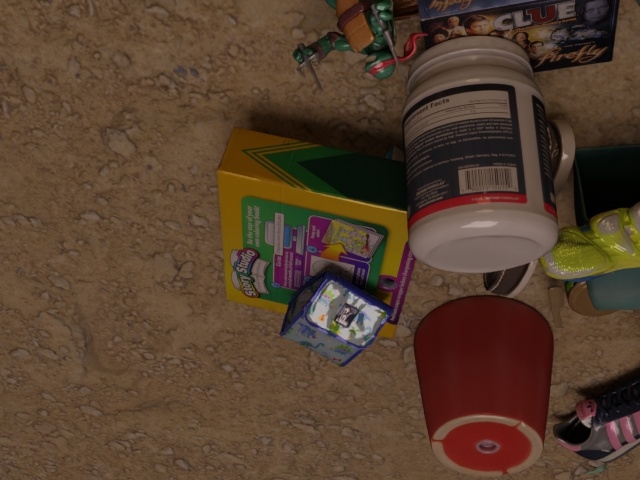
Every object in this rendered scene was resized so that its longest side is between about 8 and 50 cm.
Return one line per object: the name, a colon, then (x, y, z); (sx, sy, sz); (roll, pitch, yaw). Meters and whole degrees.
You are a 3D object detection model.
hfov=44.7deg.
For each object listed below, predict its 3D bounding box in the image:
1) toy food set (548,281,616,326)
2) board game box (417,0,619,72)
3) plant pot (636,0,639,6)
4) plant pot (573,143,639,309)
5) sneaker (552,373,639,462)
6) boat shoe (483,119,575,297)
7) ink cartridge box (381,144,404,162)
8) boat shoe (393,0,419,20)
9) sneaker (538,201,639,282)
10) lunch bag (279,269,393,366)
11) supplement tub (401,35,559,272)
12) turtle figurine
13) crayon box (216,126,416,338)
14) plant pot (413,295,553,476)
toy food set: (0.497, 0.084, 1.377); (0.192, 0.038, 0.132); (-15, 134, 7)
board game box: (0.261, -0.280, 1.028); (0.243, 0.042, 0.165); (-6, 158, 15)
plant pot: (0.489, -0.345, 0.847); (0.272, 0.271, 0.255); (26, 145, -15)
plant pot: (0.481, -0.007, 1.210); (0.165, 0.165, 0.234); (-2, 135, 12)
sneaker: (0.586, 0.338, 1.536); (0.131, 0.112, 0.319); (17, 131, -11)
boat shoe: (0.300, -0.043, 1.224); (0.097, 0.116, 0.324); (0, 129, -11)
ink cartridge box: (0.114, -0.083, 1.269); (0.088, 0.052, 0.122); (32, 129, -19)
boat shoe: (0.150, -0.331, 1.033); (0.178, 0.060, 0.064); (-15, 128, 21)
sneaker: (0.412, 0.003, 1.070); (0.240, 0.091, 0.126); (-9, 169, 2)
lunch bag: (0.026, 0.121, 1.257); (0.129, 0.096, 0.151); (29, 132, -15)
supplement tub: (0.206, -0.108, 1.031); (0.191, 0.272, 0.191); (0, 160, 0)
turtle figurine: (0.037, -0.283, 0.995); (0.175, 0.118, 0.234); (-30, 83, 42)
crayon box: (0.000, 0.000, 1.271); (0.313, 0.106, 0.363); (13, 144, 5)
plant pot: (0.304, 0.283, 1.443); (0.275, 0.243, 0.275); (4, 133, 5)
